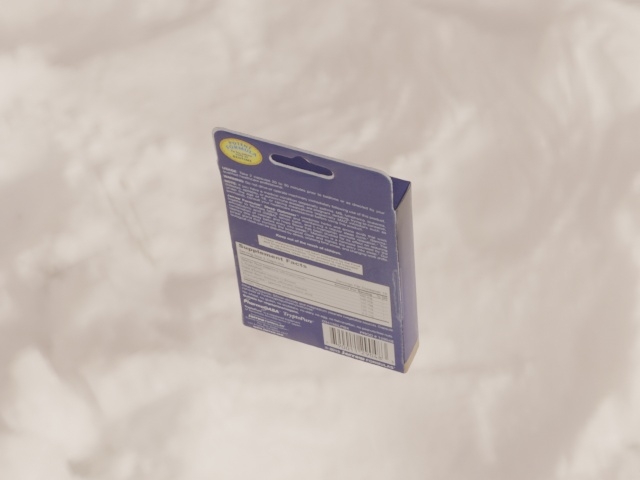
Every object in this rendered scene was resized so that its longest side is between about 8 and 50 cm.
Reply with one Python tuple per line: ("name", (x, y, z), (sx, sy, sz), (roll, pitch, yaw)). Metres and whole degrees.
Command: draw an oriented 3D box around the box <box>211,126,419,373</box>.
("box", (0.000, 0.000, 1.411), (0.136, 0.225, 0.036), (16, 55, 17))
